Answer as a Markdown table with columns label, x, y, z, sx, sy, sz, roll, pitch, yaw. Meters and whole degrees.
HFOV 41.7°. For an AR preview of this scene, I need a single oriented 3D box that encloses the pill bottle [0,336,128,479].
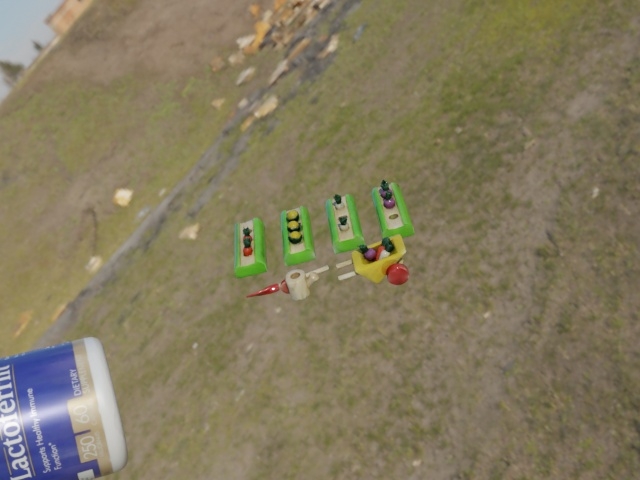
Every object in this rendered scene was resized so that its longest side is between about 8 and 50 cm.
| label | x | y | z | sx | sy | sz | roll | pitch | yaw |
| --- | --- | --- | --- | --- | --- | --- | --- | --- | --- |
| pill bottle | -0.350 | 0.205 | 0.892 | 0.264 | 0.153 | 0.153 | -13 | 13 | -17 |

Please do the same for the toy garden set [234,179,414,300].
| label | x | y | z | sx | sy | sz | roll | pitch | yaw |
| --- | --- | --- | --- | --- | --- | --- | --- | --- | --- |
| toy garden set | 0.000 | 0.000 | 1.104 | 0.244 | 0.049 | 0.204 | -14 | 34 | 4 |
